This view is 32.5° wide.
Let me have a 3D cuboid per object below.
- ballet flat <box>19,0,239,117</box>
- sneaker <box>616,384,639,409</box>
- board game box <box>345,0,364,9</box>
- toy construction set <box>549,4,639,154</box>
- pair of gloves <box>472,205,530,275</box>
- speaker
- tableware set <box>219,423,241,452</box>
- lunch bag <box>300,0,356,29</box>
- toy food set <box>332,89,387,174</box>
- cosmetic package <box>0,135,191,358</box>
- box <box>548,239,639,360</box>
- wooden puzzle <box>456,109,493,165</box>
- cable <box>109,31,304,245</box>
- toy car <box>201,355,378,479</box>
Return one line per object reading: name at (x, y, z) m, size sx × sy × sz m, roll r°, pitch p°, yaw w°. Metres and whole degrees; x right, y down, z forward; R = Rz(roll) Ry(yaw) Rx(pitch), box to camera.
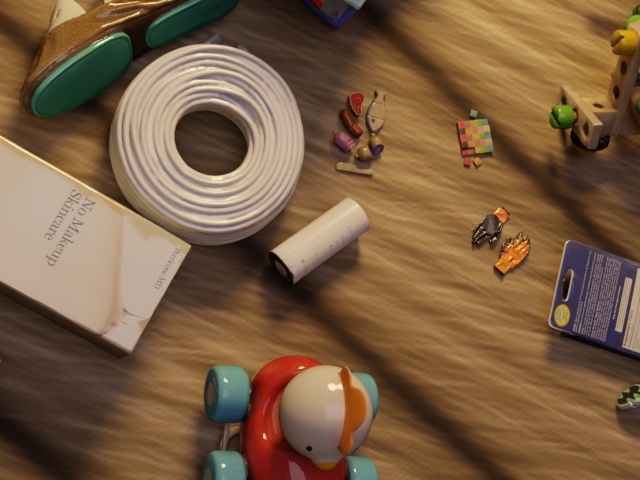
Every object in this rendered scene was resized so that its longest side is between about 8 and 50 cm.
ballet flat at (-0.263, -0.285, 1.414) m, size 0.342 × 0.116 × 0.124 m, roll -37°, pitch 73°, yaw -19°
sneaker at (0.484, 0.236, 1.595) m, size 0.098 × 0.038 × 0.069 m, roll -28°, pitch 115°, yaw 4°
board game box at (-0.026, -0.433, 1.399) m, size 0.275 × 0.144 × 0.142 m, roll 34°, pitch 102°, yaw -7°
toy construction set at (0.443, -0.260, 1.580) m, size 0.237 × 0.257 × 0.308 m, roll -5°, pitch 63°, yaw -5°
pair of gloves at (0.260, 0.000, 1.575) m, size 0.074 × 0.010 × 0.083 m, roll -44°, pitch 95°, yaw -18°
speaker at (0.000, 0.000, 1.472) m, size 0.136 × 0.055 × 0.055 m, roll -36°, pitch 93°, yaw -18°
tableware set at (-0.079, 0.318, 1.419) m, size 0.169 × 0.020 × 0.141 m, roll 17°, pitch 77°, yaw -14°
lunch bag at (0.021, -0.454, 1.518) m, size 0.221 × 0.138 × 0.293 m, roll 41°, pitch 84°, yaw -10°
toy food set at (0.055, -0.156, 1.530) m, size 0.078 × 0.019 × 0.122 m, roll 7°, pitch 80°, yaw -16°
cosmetic package at (-0.335, 0.002, 1.340) m, size 0.309 × 0.113 × 0.160 m, roll 29°, pitch 74°, yaw -10°
box at (0.435, 0.094, 1.600) m, size 0.225 × 0.036 × 0.136 m, roll 19°, pitch 77°, yaw -15°
wooden puzzle at (0.224, -0.149, 1.587) m, size 0.049 × 0.006 × 0.083 m, roll -8°, pitch 84°, yaw -18°
cable at (-0.142, -0.126, 1.428) m, size 0.257 × 0.089 × 0.257 m, roll -36°, pitch 93°, yaw -19°
toy car at (-0.006, 0.234, 1.324) m, size 0.219 × 0.238 × 0.210 m, roll 7°, pitch 74°, yaw -21°
